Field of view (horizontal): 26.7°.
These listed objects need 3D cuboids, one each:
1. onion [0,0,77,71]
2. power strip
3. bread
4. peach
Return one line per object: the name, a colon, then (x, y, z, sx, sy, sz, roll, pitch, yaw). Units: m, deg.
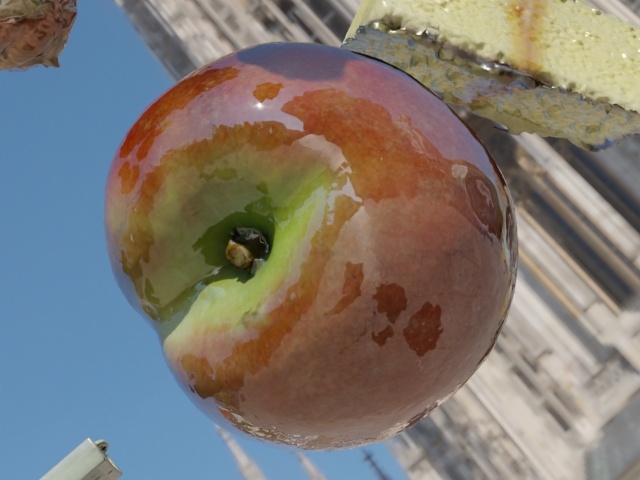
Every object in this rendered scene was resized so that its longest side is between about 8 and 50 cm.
onion: (-0.300, -0.303, 1.016, 0.353, 0.354, 0.354, -25, -36, -20)
power strip: (-0.173, 0.168, 0.785, 0.136, 0.019, 0.051, -41, -18, -11)
bread: (0.157, -0.158, 1.133, 0.178, 0.266, 0.142, 133, 159, -68)
peach: (0.000, 0.000, 0.812, 0.252, 0.252, 0.252, -25, -36, -20)
